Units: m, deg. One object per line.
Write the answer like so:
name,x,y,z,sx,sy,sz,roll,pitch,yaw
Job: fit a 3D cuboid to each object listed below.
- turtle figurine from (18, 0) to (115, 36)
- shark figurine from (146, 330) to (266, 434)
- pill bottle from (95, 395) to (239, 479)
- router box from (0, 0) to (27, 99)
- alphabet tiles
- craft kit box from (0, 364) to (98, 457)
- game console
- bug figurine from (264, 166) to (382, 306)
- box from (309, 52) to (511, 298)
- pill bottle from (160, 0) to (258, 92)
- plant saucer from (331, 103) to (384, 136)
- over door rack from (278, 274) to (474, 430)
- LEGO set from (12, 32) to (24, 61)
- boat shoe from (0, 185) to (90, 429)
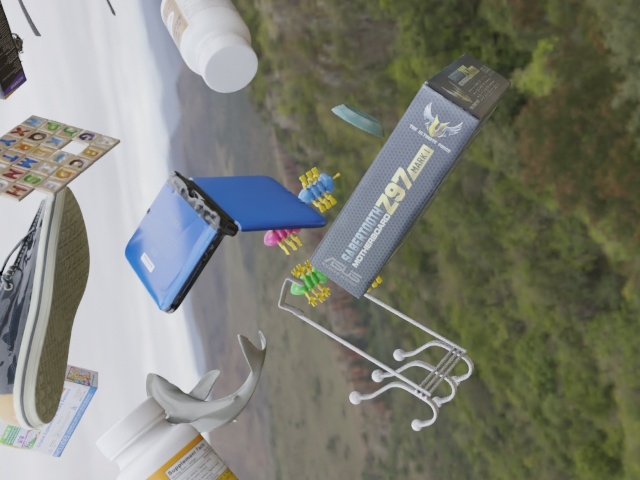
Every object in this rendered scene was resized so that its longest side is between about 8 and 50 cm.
turtle figurine,-0.499,-0.500,1.828,0.266,0.198,0.274,5,-75,-57
shark figurine,-0.178,0.243,1.535,0.278,0.116,0.166,-26,71,37
pill bottle,-0.194,0.341,1.424,0.245,0.136,0.136,50,169,4
router box,-0.739,-0.407,1.975,0.081,0.309,0.242,-60,-29,-43
alphabet tiles,-0.501,-0.144,1.816,0.237,0.198,0.009,-51,-29,-47
craft kit box,-0.639,0.352,2.229,0.249,0.247,0.061,-56,30,31
game console,-0.165,-0.003,1.698,0.250,0.173,0.293,-57,28,4
bug figurine,0.000,0.000,2.143,0.279,0.216,0.072,61,161,-7
box,0.086,-0.066,0.919,0.183,0.059,0.232,-57,-4,23
pill bottle,-0.200,-0.375,1.889,0.131,0.131,0.229,88,159,-45
plant saucer,0.080,-0.243,2.063,0.021,0.119,0.119,-62,20,14
over door rack,0.089,0.170,1.747,0.324,0.108,0.239,41,-156,9
LEGO set,-0.596,-0.379,2.042,0.054,0.023,0.083,16,-124,-76
boat shoe,-0.527,0.105,1.865,0.186,0.156,0.500,75,-166,-54
